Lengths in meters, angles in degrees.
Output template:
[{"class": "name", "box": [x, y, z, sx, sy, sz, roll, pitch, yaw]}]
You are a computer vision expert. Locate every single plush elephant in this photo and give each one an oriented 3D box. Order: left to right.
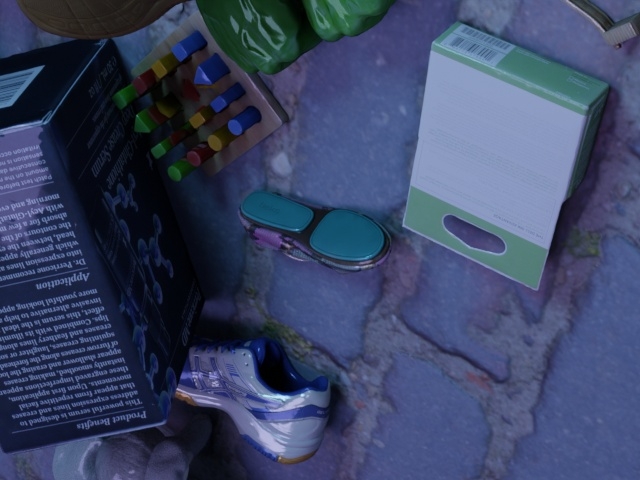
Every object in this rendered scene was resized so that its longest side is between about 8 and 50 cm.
[{"class": "plush elephant", "box": [-0.233, 0.354, 1.799, 0.272, 0.330, 0.255, 22, 114, 35]}]

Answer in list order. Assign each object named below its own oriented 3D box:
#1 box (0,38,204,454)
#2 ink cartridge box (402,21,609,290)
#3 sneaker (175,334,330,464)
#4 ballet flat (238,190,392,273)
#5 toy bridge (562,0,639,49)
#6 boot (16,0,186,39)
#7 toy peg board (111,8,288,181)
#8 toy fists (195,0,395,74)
[{"class": "box", "box": [-0.313, 0.001, 1.519, 0.212, 0.293, 0.395, -12, 116, 10]}, {"class": "ink cartridge box", "box": [0.179, -0.081, 1.280, 0.171, 0.056, 0.235, 27, 137, 22]}, {"class": "sneaker", "box": [-0.109, 0.165, 1.678, 0.296, 0.112, 0.131, 29, 117, 17]}, {"class": "ballet flat", "box": [0.000, 0.000, 1.481, 0.222, 0.077, 0.079, 17, 148, 35]}, {"class": "toy bridge", "box": [0.223, -0.252, 1.140, 0.063, 0.026, 0.188, -18, 108, 47]}, {"class": "boot", "box": [-0.167, -0.312, 1.251, 0.262, 0.203, 0.095, -17, 135, 25]}, {"class": "toy peg board", "box": [-0.150, -0.155, 1.474, 0.161, 0.079, 0.161, 53, 137, -6]}, {"class": "toy fists", "box": [-0.020, -0.258, 1.286, 0.279, 0.096, 0.142, -16, 101, 46]}]
